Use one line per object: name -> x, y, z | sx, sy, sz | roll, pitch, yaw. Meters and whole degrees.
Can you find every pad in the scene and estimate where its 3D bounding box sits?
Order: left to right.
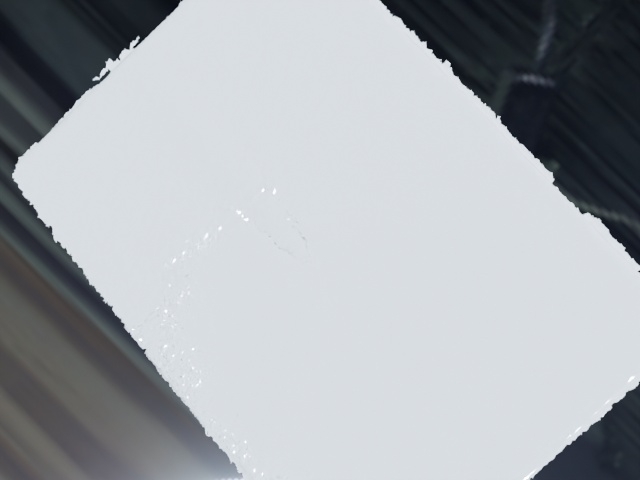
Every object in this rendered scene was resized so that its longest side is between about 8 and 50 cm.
pad -> 0.000, 0.000, 0.540 | 0.156, 0.232, 0.004 | -43, 160, 5
